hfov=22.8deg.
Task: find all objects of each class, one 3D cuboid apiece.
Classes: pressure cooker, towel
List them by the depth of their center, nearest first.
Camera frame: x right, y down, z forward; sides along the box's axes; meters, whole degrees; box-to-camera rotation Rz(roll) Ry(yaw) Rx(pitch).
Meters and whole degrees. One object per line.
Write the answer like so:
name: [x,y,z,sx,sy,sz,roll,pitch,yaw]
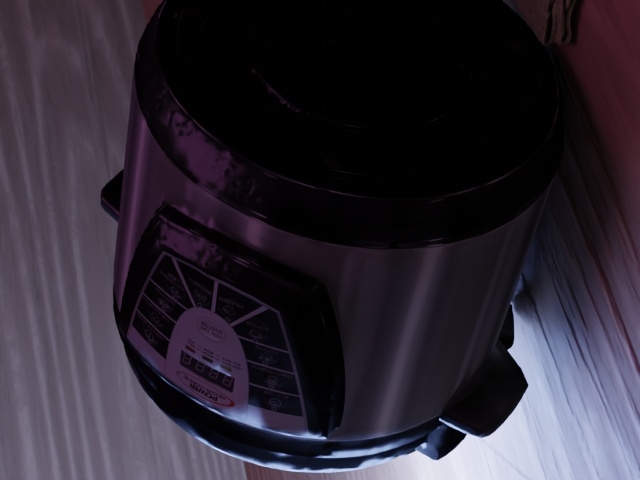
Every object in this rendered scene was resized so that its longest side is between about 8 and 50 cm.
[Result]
towel: [0.179,-0.237,1.313,0.148,0.027,0.110,-114,22,-49]
pressure cooker: [0.005,-0.002,1.405,0.420,0.375,0.370,103,158,-45]
